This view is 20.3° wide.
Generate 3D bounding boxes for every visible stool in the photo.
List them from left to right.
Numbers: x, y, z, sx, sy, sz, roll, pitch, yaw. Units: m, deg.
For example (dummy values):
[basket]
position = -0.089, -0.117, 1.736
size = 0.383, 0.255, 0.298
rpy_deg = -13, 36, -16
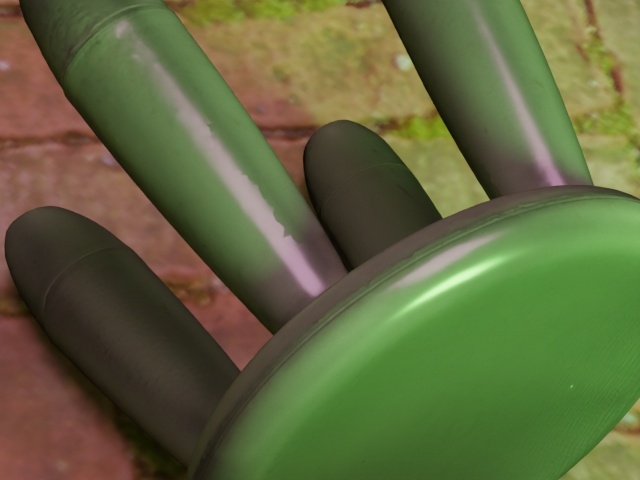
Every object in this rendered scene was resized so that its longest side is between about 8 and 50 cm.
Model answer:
[stool]
position = 0.000, 0.000, 0.652
size = 0.195, 0.195, 0.199
rpy_deg = -19, 54, -26
